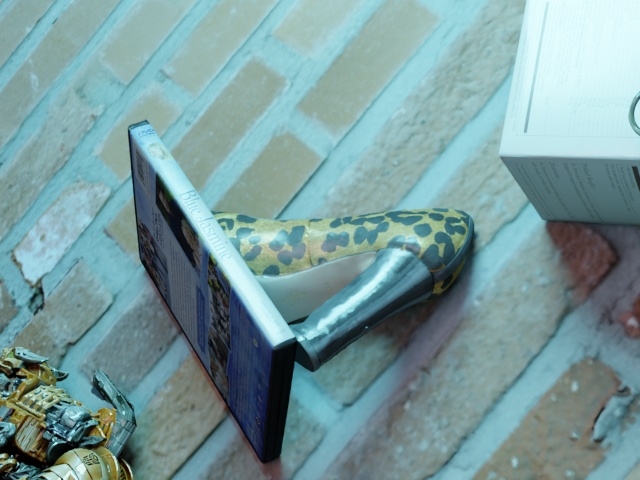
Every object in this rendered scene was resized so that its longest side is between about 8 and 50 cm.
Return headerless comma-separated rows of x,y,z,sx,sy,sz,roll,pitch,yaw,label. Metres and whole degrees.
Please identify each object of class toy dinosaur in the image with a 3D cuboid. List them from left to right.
-0.237,0.229,0.770,0.218,0.164,0.322,-40,36,-9,toy dinosaur

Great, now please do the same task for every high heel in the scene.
0.000,0.000,0.781,0.186,0.093,0.261,-33,38,-19,high heel

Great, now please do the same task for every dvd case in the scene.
-0.096,0.043,0.750,0.022,0.180,0.253,-23,56,-23,dvd case

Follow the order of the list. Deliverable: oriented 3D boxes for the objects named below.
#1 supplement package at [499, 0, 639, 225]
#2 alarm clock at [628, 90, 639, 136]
0.267,-0.089,0.616,0.244,0.134,0.139,6,74,29,supplement package
0.264,-0.120,0.515,0.192,0.064,0.129,-36,59,14,alarm clock
